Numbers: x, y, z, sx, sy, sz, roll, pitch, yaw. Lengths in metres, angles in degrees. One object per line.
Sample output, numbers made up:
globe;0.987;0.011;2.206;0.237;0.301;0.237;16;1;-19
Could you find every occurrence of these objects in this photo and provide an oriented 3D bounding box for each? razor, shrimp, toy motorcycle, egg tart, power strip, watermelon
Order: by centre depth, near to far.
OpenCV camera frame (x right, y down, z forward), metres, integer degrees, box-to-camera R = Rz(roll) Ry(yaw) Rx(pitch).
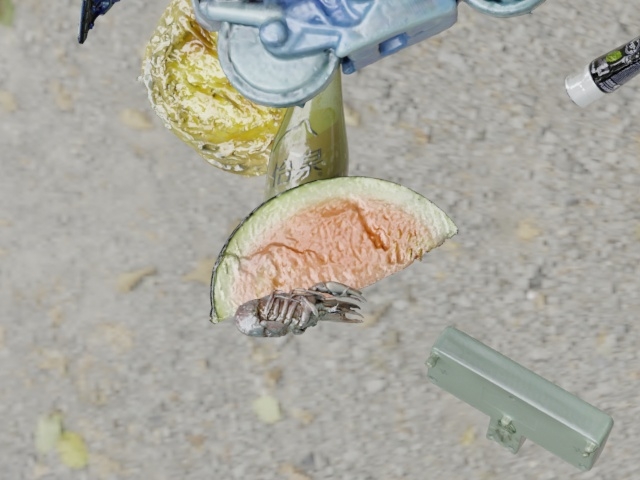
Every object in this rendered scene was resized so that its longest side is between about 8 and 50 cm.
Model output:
shrimp;-0.008;0.041;0.969;0.038;0.092;0.029;-54;53;45
razor;-0.150;-0.206;1.144;0.028;0.154;0.044;12;137;-4
toy motorcycle;0.028;-0.264;1.335;0.319;0.182;0.241;-22;108;2
watermelon;0.001;0.004;1.462;0.245;0.063;0.119;-19;62;-3
power strip;0.217;0.195;1.761;0.215;0.145;0.061;30;64;17
egg tart;-0.085;-0.191;1.793;0.252;0.098;0.232;9;104;20

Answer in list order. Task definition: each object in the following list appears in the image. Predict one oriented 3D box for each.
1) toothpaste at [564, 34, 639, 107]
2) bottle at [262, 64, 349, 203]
toothpaste;0.377;-0.221;1.830;0.193;0.071;0.045;-31;107;38
bottle;-0.008;-0.097;1.564;0.083;0.083;0.270;18;106;31
